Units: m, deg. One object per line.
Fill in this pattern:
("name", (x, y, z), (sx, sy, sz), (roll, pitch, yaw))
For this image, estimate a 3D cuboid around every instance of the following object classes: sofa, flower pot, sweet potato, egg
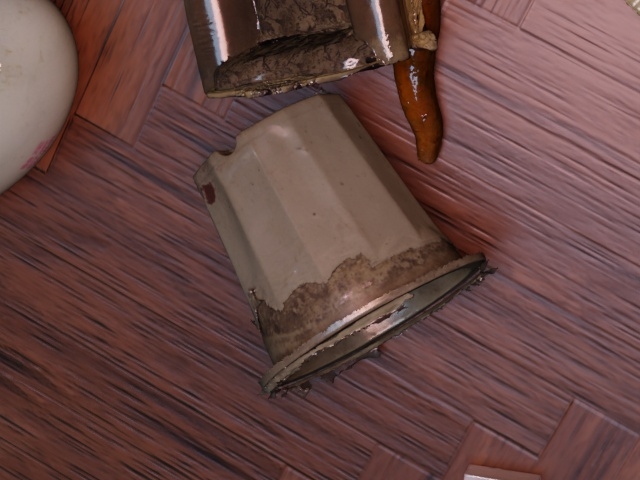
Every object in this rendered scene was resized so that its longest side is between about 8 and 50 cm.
("sofa", (-0.028, -0.262, 1.700), (0.258, 0.182, 0.200), (-4, 101, 36))
("flower pot", (0.000, 0.000, 1.752), (0.290, 0.290, 0.259), (-35, 81, 19))
("sweet potato", (0.103, -0.212, 1.772), (0.057, 0.057, 0.265), (4, 108, 15))
("egg", (-0.424, -0.145, 1.841), (0.371, 0.230, 0.230), (-39, 90, 27))

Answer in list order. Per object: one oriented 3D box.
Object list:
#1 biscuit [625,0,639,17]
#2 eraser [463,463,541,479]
("biscuit", (0.307, -0.339, 1.663), (0.250, 0.046, 0.147), (38, 109, -11))
("eraser", (0.200, 0.367, 1.875), (0.092, 0.046, 0.212), (8, 104, 13))
